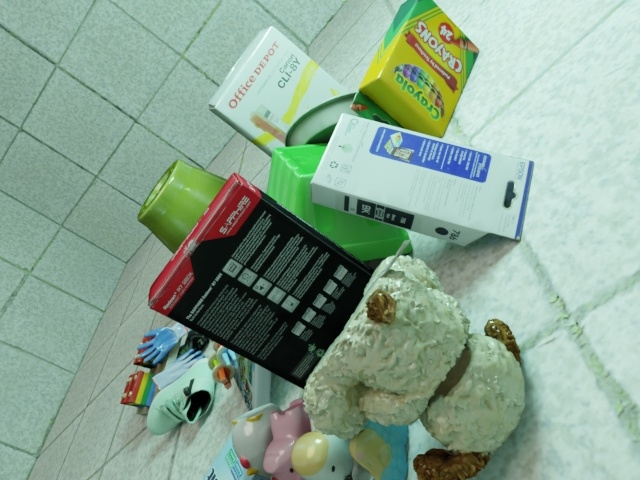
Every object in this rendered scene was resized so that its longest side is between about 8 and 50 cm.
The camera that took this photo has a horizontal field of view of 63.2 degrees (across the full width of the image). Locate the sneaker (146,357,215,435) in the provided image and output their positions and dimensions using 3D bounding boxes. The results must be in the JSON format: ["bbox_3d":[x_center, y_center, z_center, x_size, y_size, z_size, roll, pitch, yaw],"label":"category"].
[{"bbox_3d":[-0.361,0.426,1.312,0.256,0.094,0.151,-48,18,9],"label":"sneaker"}]

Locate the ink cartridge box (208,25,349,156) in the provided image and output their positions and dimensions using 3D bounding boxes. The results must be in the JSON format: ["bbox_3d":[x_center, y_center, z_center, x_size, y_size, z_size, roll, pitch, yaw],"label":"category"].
[{"bbox_3d":[-0.090,-0.377,1.512,0.279,0.384,0.160,-55,23,1],"label":"ink cartridge box"}]

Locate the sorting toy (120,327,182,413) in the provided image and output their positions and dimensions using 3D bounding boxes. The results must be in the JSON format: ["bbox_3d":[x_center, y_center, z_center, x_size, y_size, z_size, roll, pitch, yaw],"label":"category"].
[{"bbox_3d":[-0.520,0.390,1.584,0.257,0.089,0.256,-32,41,57],"label":"sorting toy"}]

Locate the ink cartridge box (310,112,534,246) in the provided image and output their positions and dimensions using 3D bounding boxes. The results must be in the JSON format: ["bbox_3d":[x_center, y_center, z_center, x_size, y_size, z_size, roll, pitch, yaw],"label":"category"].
[{"bbox_3d":[0.165,-0.095,0.855,0.065,0.332,0.166,87,-157,-59],"label":"ink cartridge box"}]

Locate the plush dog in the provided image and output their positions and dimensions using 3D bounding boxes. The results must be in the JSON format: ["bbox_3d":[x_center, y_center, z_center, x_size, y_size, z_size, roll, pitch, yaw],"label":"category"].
[{"bbox_3d":[0.135,0.145,0.610,0.263,0.225,0.211,-55,-3,-22],"label":"plush dog"}]

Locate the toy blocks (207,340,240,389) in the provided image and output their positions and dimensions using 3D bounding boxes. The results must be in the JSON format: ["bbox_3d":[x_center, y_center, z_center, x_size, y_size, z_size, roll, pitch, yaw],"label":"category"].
[{"bbox_3d":[-0.208,0.268,1.140,0.148,0.054,0.123,-144,56,-64],"label":"toy blocks"}]

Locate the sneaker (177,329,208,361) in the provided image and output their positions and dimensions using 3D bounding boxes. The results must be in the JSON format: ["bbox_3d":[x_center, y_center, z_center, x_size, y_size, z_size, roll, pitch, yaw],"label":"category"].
[{"bbox_3d":[-0.386,0.329,1.547,0.188,0.067,0.078,-49,30,26],"label":"sneaker"}]

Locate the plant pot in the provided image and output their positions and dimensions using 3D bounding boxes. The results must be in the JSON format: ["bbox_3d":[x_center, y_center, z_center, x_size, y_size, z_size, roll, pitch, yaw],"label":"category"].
[{"bbox_3d":[-0.387,-0.072,1.710,0.366,0.352,0.367,-43,26,27],"label":"plant pot"}]

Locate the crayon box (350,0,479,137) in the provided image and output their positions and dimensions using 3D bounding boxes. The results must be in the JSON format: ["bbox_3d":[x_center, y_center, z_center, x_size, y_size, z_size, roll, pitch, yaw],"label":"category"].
[{"bbox_3d":[0.215,-0.361,1.148,0.081,0.202,0.319,-10,51,58],"label":"crayon box"}]

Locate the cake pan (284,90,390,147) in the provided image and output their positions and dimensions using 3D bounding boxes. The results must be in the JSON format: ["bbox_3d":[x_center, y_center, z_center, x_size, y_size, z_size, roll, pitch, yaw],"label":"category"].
[{"bbox_3d":[0.061,-0.249,1.246,0.293,0.293,0.054,-33,67,41],"label":"cake pan"}]

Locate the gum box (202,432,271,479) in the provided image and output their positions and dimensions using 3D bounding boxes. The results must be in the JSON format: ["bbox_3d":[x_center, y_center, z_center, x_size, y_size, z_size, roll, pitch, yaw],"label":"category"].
[{"bbox_3d":[-0.180,0.480,0.973,0.185,0.041,0.157,-57,25,-6],"label":"gum box"}]

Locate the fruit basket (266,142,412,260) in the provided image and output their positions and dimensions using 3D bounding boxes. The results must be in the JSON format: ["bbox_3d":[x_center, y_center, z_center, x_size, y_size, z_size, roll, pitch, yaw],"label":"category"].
[{"bbox_3d":[0.000,0.000,1.098,0.392,0.282,0.393,172,90,-78],"label":"fruit basket"}]

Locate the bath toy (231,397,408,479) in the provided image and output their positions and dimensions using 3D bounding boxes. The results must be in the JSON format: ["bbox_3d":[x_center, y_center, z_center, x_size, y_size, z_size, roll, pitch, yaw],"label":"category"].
[{"bbox_3d":[-0.022,0.318,0.802,0.151,0.129,0.348,-15,-7,-44],"label":"bath toy"}]

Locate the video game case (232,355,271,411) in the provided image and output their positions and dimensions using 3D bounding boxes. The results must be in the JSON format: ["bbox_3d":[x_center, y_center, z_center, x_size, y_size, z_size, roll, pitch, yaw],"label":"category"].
[{"bbox_3d":[-0.158,0.175,1.132,0.300,0.036,0.330,-151,62,-66],"label":"video game case"}]

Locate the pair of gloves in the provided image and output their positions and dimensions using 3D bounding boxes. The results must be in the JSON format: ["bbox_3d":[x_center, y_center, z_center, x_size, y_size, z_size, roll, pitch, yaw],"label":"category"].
[{"bbox_3d":[-0.421,0.327,1.473,0.159,0.198,0.023,-32,-19,-9],"label":"pair of gloves"}]

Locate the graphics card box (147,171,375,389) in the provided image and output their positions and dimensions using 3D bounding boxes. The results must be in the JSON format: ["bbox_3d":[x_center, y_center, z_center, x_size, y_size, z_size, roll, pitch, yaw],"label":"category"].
[{"bbox_3d":[-0.056,0.088,0.849,0.233,0.370,0.094,-54,24,5],"label":"graphics card box"}]
